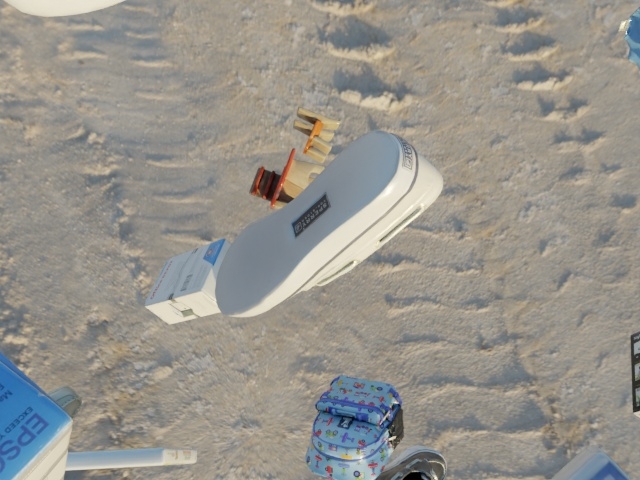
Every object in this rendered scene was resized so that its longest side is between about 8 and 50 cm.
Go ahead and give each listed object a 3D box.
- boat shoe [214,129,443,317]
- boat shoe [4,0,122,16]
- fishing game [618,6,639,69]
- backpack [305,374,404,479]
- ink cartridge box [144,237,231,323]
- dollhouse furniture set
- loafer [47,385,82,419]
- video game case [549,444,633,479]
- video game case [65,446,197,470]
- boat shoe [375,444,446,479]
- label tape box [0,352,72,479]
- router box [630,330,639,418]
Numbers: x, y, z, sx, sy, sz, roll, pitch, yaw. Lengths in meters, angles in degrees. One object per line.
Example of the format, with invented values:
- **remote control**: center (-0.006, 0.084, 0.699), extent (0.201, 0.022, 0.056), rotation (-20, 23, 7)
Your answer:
- **boat shoe**: center (0.000, 0.000, 0.515), extent (0.088, 0.267, 0.096), rotation (22, 38, -40)
- **boat shoe**: center (-0.068, -0.213, 0.246), extent (0.258, 0.084, 0.095), rotation (-42, 88, -3)
- **fishing game**: center (0.506, -0.260, 0.745), extent (0.041, 0.264, 0.189), rotation (-42, 54, 0)
- **backpack**: center (0.054, 0.335, 0.925), extent (0.158, 0.173, 0.117), rotation (6, 110, 27)
- **ink cartridge box**: center (-0.268, 0.090, 1.130), extent (0.082, 0.190, 0.140), rotation (45, 43, -31)
- **dollhouse furniture set**: center (-0.080, -0.129, 1.133), extent (0.135, 0.259, 0.262), rotation (20, 81, -6)
- **loafer**: center (-0.515, 0.390, 0.884), extent (0.111, 0.112, 0.319), rotation (22, 46, 14)
- **video game case**: center (0.197, 0.377, 0.377), extent (0.329, 0.036, 0.300), rotation (-44, 74, 2)
- **video game case**: center (-0.322, 0.333, 0.800), extent (0.226, 0.206, 0.026), rotation (-2, 68, -1)
- **boat shoe**: center (0.172, 0.461, 0.990), extent (0.301, 0.102, 0.108), rotation (12, 76, -46)
- **label tape box**: center (-0.313, 0.238, 0.379), extent (0.105, 0.334, 0.241), rotation (38, 48, 2)
- **router box**: center (0.482, 0.147, 0.663), extent (0.046, 0.179, 0.133), rotation (32, 49, -5)
